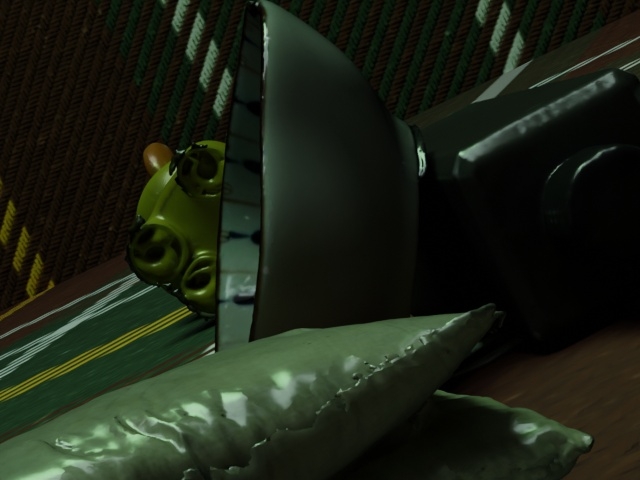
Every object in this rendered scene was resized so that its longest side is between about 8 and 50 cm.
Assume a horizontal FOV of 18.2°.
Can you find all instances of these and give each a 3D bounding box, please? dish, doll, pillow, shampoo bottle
[{"bbox_3d":[0.000,0.000,0.745,0.066,0.190,0.191,3,2,-7],"label":"dish"},{"bbox_3d":[-0.072,-0.020,1.390,0.135,0.143,0.221,-60,0,10],"label":"doll"},{"bbox_3d":[-0.036,0.070,0.510,0.181,0.078,0.134,-26,4,-16],"label":"pillow"},{"bbox_3d":[0.078,-0.012,0.779,0.079,0.080,0.246,-29,5,-9],"label":"shampoo bottle"}]
